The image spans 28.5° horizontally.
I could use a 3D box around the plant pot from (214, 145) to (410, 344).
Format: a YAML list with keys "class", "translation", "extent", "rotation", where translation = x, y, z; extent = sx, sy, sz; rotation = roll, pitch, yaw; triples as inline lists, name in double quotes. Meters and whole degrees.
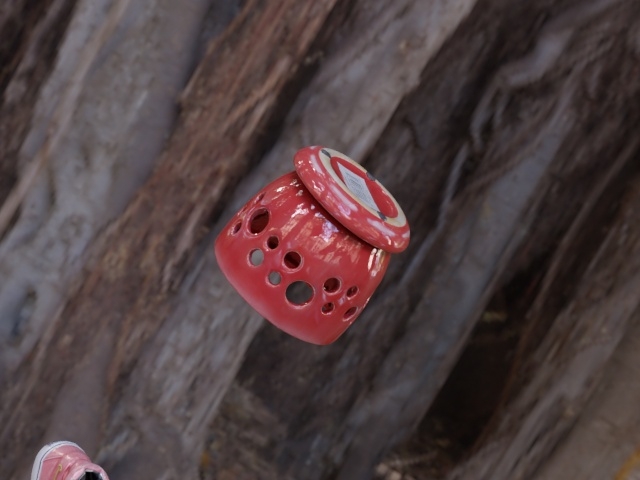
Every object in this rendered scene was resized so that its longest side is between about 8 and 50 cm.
- class: "plant pot"
  translation: [0.000, 0.000, 1.479]
  extent: [0.191, 0.174, 0.191]
  rotation: [38, 18, -15]

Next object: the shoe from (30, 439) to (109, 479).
- class: "shoe"
  translation: [-0.222, 0.270, 1.101]
  extent: [0.063, 0.178, 0.081]
  rotation: [2, 6, -32]
